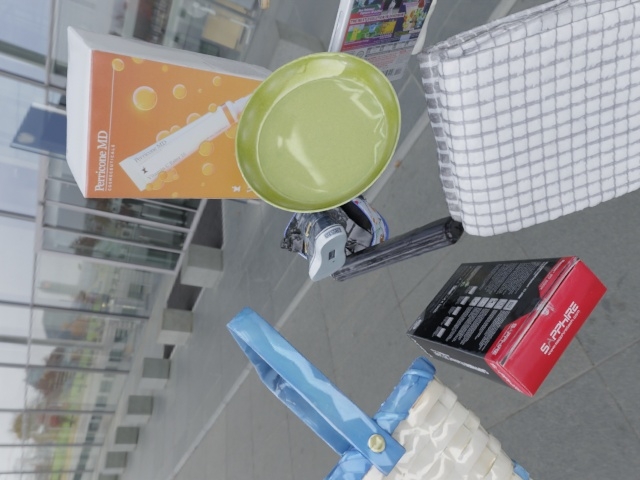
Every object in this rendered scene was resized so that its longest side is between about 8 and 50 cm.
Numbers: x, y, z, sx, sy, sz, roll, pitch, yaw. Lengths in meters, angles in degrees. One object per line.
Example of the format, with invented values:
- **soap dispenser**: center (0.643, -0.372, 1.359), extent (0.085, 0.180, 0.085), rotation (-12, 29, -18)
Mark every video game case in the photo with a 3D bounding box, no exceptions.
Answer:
- **video game case**: center (0.094, -0.332, 0.710), extent (0.023, 0.201, 0.183), rotation (47, 143, 23)

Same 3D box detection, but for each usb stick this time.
- **usb stick**: center (0.136, 0.021, 0.836), extent (0.278, 0.045, 0.077), rotation (-23, 13, 39)

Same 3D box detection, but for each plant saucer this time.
- **plant saucer**: center (-0.005, -0.150, 0.627), extent (0.037, 0.240, 0.241), rotation (40, -126, -69)

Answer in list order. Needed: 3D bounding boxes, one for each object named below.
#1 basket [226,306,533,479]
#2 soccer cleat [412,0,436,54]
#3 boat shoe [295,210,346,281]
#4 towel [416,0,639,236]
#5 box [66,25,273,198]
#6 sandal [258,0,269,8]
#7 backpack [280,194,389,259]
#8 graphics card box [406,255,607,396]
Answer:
- **basket**: center (0.033, 0.198, 0.434), extent (0.289, 0.201, 0.255), rotation (40, 161, 23)
- **soccer cleat**: center (0.227, -0.535, 1.031), extent (0.068, 0.076, 0.196), rotation (9, 86, 28)
- **boat shoe**: center (0.000, 0.000, 0.742), extent (0.083, 0.065, 0.183), rotation (60, 162, 22)
- **towel**: center (0.275, -0.158, 0.532), extent (0.121, 0.283, 0.235), rotation (-109, -1, -62)
- **box**: center (-0.227, -0.201, 0.757), extent (0.168, 0.345, 0.215), rotation (42, 125, 42)
- **sandal**: center (-0.128, -0.739, 1.153), extent (0.088, 0.079, 0.240), rotation (-115, 20, -46)
- **backpack**: center (0.059, -0.022, 1.283), extent (0.263, 0.213, 0.277), rotation (45, 117, 30)
- **graphics card box**: center (0.336, 0.149, 0.878), extent (0.233, 0.094, 0.371), rotation (-49, 7, -12)
